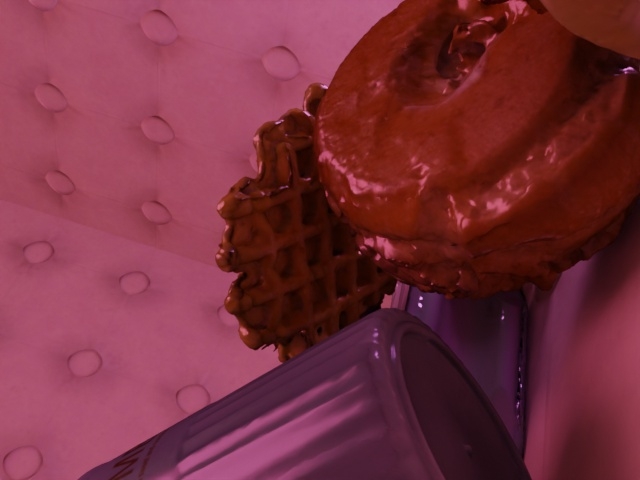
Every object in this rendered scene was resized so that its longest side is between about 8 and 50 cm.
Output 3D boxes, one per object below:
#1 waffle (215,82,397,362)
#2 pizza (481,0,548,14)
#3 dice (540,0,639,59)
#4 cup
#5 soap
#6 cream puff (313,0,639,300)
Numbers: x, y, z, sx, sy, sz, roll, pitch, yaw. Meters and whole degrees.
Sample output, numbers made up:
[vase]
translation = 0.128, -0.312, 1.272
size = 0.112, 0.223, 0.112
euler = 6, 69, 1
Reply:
[waffle]
translation = 0.003, 0.000, 0.822
size = 0.312, 0.060, 0.307
euler = -59, -45, -31
[pizza]
translation = 0.216, -0.214, 0.542
size = 0.289, 0.228, 0.081
euler = -37, -4, -20
[dice]
translation = 0.216, -0.204, 0.391
size = 0.169, 0.169, 0.166
euler = 97, -170, -69
[cup]
translation = 0.004, 0.227, 0.613
size = 0.311, 0.256, 0.331
euler = -33, -11, 19
[soap]
translation = 0.138, 0.191, 0.912
size = 0.446, 0.156, 0.261
euler = -67, -4, -51
[cream puff]
translation = 0.164, -0.095, 0.706
size = 0.327, 0.343, 0.231
euler = -53, -47, -6
